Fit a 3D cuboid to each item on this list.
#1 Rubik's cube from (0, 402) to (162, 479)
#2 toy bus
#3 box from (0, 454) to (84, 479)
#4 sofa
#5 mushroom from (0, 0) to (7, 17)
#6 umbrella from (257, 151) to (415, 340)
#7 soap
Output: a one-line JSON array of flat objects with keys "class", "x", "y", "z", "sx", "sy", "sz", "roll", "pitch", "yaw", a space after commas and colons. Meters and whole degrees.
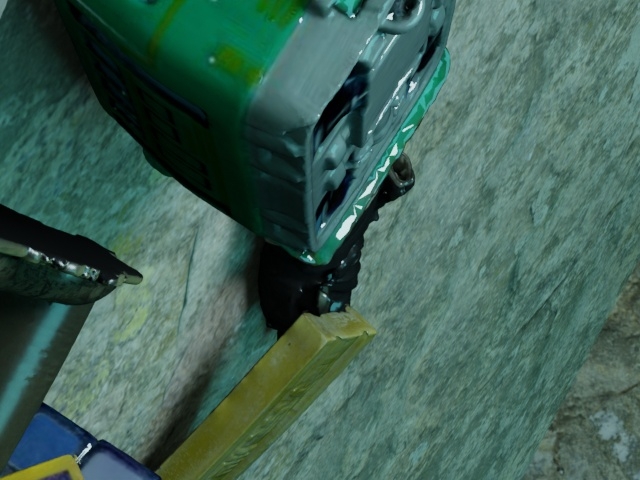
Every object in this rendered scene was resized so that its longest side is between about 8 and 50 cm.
[{"class": "Rubik's cube", "x": -0.159, "y": 0.339, "z": 1.382, "sx": 0.293, "sy": 0.287, "sz": 0.292, "roll": -49, "pitch": 158, "yaw": -25}, {"class": "toy bus", "x": -0.035, "y": -0.125, "z": 1.105, "sx": 0.184, "sy": 0.199, "sz": 0.343, "roll": -58, "pitch": 173, "yaw": -11}, {"class": "box", "x": -0.238, "y": 0.224, "z": 1.086, "sx": 0.192, "sy": 0.084, "sz": 0.301, "roll": -17, "pitch": 164, "yaw": -27}, {"class": "sofa", "x": -0.220, "y": 0.061, "z": 1.005, "sx": 0.200, "sy": 0.182, "sz": 0.258, "roll": -60, "pitch": 160, "yaw": 3}, {"class": "mushroom", "x": -0.227, "y": -0.129, "z": 0.753, "sx": 0.177, "sy": 0.126, "sz": 0.397, "roll": -53, "pitch": 170, "yaw": 16}, {"class": "umbrella", "x": 0.006, "y": 0.000, "z": 1.570, "sx": 0.113, "sy": 0.106, "sz": 0.358, "roll": -27, "pitch": 151, "yaw": -19}, {"class": "soap", "x": -0.062, "y": 0.149, "z": 1.606, "sx": 0.252, "sy": 0.037, "sz": 0.092, "roll": -48, "pitch": 161, "yaw": 22}]
